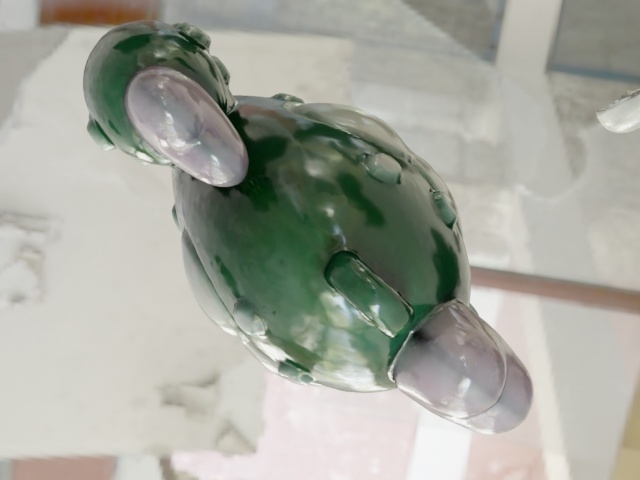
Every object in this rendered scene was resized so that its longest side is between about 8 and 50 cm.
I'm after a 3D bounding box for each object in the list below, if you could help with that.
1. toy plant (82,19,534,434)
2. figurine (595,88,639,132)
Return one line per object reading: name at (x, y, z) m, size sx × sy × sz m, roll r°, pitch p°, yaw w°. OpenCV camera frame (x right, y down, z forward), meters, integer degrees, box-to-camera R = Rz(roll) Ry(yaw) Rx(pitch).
toy plant at (-0.003, -0.003, 0.608) m, size 0.112 × 0.232 × 0.243 m, roll -49°, pitch 176°, yaw 1°
figurine at (0.349, -0.097, 1.118) m, size 0.141 × 0.250 × 0.166 m, roll 62°, pitch -20°, yaw -1°
